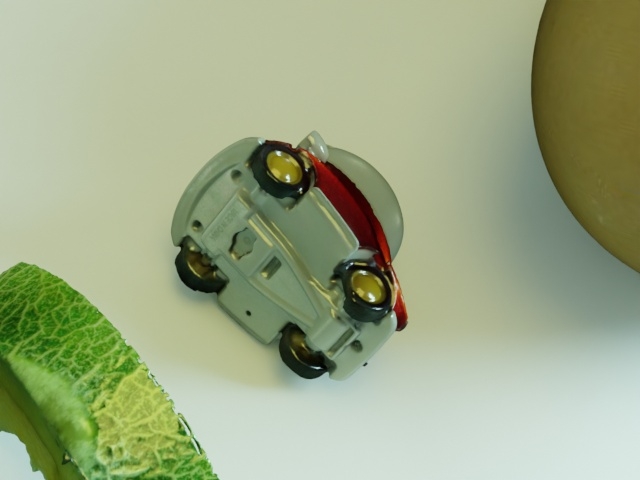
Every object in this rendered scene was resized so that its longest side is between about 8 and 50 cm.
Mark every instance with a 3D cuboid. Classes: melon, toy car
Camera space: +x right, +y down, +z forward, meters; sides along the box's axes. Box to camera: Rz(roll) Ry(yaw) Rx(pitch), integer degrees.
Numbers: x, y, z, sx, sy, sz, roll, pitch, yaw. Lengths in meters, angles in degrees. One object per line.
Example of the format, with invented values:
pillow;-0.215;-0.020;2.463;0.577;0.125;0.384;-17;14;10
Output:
melon;-0.111;0.105;0.791;0.064;0.118;0.209;-30;64;-25
toy car;0.000;0.000;0.906;0.139;0.112;0.112;48;40;6

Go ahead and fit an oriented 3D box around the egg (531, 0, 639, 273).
egg;0.291;-0.115;0.938;0.301;0.301;0.374;41;57;13
